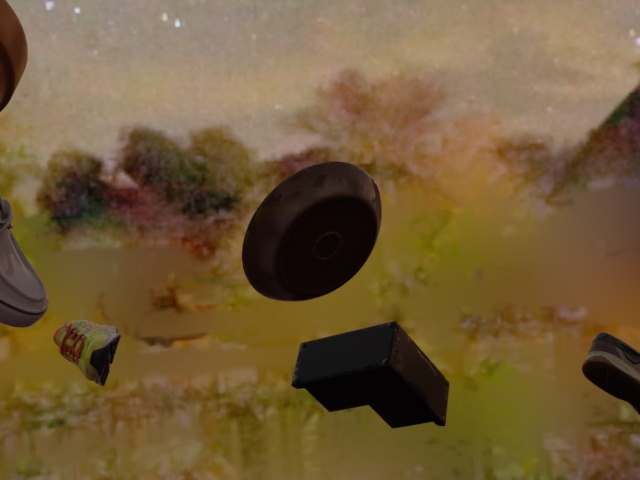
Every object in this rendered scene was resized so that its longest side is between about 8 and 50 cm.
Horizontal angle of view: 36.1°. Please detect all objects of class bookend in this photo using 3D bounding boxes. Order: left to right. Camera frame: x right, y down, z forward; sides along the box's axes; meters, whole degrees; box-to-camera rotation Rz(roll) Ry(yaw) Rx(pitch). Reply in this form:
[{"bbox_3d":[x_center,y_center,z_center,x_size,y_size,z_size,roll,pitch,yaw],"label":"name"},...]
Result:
[{"bbox_3d":[0.072,0.197,1.351,0.156,0.072,0.157,-17,-48,31],"label":"bookend"}]

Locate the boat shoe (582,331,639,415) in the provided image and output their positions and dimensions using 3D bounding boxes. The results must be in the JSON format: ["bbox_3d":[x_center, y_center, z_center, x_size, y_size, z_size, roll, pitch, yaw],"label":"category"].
[{"bbox_3d":[0.321,0.140,0.948,0.152,0.049,0.056,35,-32,-16],"label":"boat shoe"}]

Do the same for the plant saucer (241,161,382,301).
[{"bbox_3d":[0.000,0.000,1.190,0.198,0.199,0.036,-3,32,-34],"label":"plant saucer"}]

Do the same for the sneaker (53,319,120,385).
[{"bbox_3d":[-0.358,0.162,1.482,0.094,0.081,0.208,20,-5,-14],"label":"sneaker"}]

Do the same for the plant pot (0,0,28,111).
[{"bbox_3d":[-0.547,-0.209,1.264,0.290,0.204,0.291,4,-36,3],"label":"plant pot"}]

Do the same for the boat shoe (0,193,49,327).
[{"bbox_3d":[-0.353,-0.021,0.975,0.084,0.258,0.095,-33,25,17],"label":"boat shoe"}]
